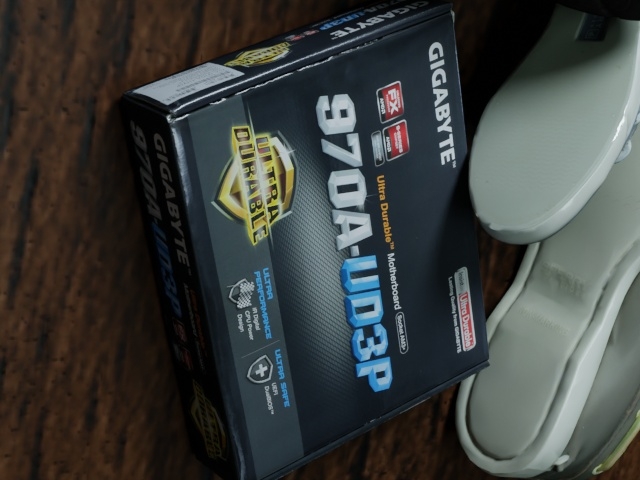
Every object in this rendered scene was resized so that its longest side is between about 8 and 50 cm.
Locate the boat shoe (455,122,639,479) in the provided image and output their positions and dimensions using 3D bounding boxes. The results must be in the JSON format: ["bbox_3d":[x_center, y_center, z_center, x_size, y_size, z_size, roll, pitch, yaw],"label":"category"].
[{"bbox_3d":[0.187,0.008,0.905,0.091,0.109,0.305,19,101,-41],"label":"boat shoe"}]

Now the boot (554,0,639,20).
[{"bbox_3d":[0.110,-0.314,0.702,0.377,0.138,0.284,38,79,-34],"label":"boot"}]

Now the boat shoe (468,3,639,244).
[{"bbox_3d":[0.153,-0.082,0.836,0.227,0.079,0.081,-63,144,-23],"label":"boat shoe"}]

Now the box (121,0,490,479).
[{"bbox_3d":[0.000,0.000,0.793,0.175,0.051,0.220,-24,120,-29],"label":"box"}]
